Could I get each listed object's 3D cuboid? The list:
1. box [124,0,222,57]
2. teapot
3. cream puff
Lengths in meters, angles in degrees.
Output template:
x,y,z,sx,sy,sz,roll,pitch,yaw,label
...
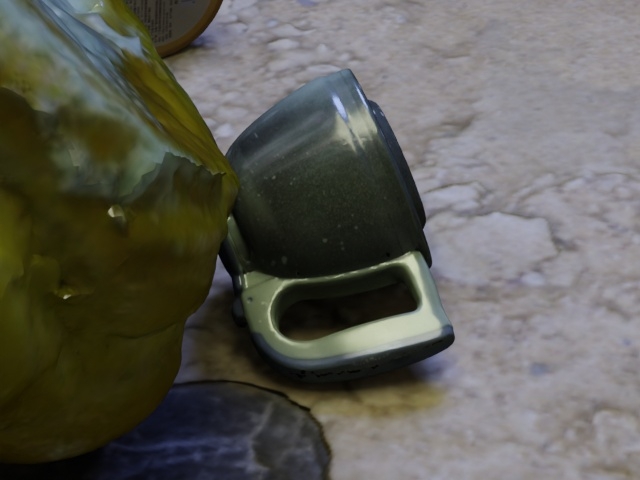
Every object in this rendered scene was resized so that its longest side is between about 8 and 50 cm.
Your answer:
x,y,z,sx,sy,sz,roll,pitch,yaw,label
-0.112,-0.168,0.973,0.105,0.105,0.037,-22,45,-22,box
0.000,-0.002,0.763,0.108,0.149,0.111,-23,-2,2,teapot
-0.221,-0.042,0.657,0.275,0.378,0.378,-41,40,5,cream puff
